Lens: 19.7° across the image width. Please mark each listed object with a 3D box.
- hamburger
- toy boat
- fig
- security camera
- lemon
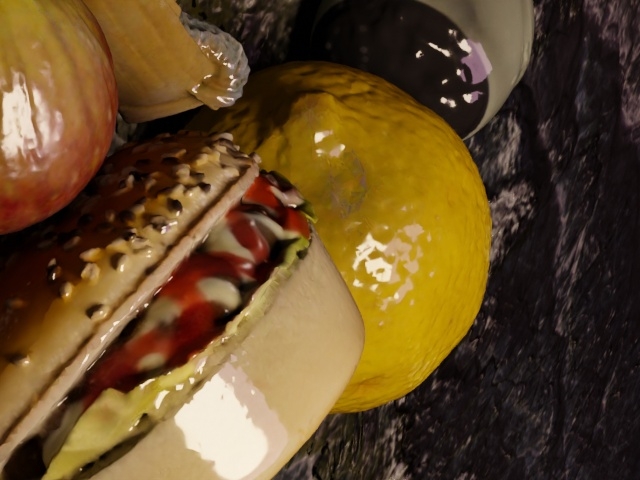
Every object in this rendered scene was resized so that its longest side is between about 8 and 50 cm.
[{"bbox_3d":[-0.116,0.063,1.001,0.300,0.176,0.300,-40,-168,10],"label":"hamburger"},{"bbox_3d":[-0.112,-0.183,0.977,0.121,0.089,0.321,-31,144,-5],"label":"toy boat"},{"bbox_3d":[-0.188,-0.112,0.886,0.160,0.143,0.230,-40,122,-34],"label":"fig"},{"bbox_3d":[0.078,-0.193,1.295,0.277,0.197,0.191,97,14,-46],"label":"security camera"},{"bbox_3d":[-0.003,-0.004,1.214,0.228,0.228,0.253,-63,155,-13],"label":"lemon"}]
